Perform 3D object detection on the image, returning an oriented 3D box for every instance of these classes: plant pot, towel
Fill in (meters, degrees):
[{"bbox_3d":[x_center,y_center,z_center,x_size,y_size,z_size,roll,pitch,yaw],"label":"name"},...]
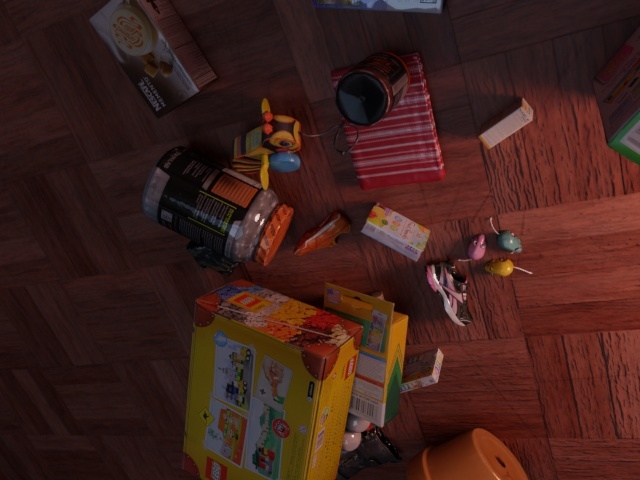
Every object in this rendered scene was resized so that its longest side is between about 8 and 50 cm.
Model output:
[{"bbox_3d":[0.399,0.630,1.539,0.291,0.291,0.203,40,108,-6],"label":"plant pot"},{"bbox_3d":[0.143,-0.239,1.241,0.198,0.031,0.275,-5,116,26],"label":"towel"}]

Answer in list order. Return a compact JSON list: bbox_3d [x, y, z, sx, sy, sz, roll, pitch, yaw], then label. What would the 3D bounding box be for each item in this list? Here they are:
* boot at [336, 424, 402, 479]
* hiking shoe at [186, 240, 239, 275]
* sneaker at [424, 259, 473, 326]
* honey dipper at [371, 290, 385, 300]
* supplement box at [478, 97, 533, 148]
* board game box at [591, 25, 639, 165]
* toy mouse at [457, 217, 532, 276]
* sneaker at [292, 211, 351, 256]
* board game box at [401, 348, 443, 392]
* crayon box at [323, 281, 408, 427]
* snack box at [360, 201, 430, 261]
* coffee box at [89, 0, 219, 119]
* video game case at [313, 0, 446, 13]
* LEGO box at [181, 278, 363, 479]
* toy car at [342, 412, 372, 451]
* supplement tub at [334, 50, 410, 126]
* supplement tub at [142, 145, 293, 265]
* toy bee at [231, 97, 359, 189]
[{"bbox_3d":[0.085,0.593,1.747,0.229,0.091,0.263,-37,106,28],"label":"boot"},{"bbox_3d":[-0.230,0.036,1.533,0.226,0.086,0.114,3,136,24],"label":"hiking shoe"},{"bbox_3d":[0.315,0.121,1.371,0.077,0.072,0.178,-28,113,21],"label":"sneaker"},{"bbox_3d":[0.165,0.201,1.500,0.030,0.030,0.161,-8,118,25],"label":"honey dipper"},{"bbox_3d":[0.358,-0.226,1.144,0.098,0.062,0.036,-35,102,34],"label":"supplement box"},{"bbox_3d":[0.529,-0.277,0.892,0.064,0.316,0.242,33,126,-1],"label":"board game box"},{"bbox_3d":[0.381,0.019,1.304,0.160,0.031,0.143,0,120,21],"label":"toy mouse"},{"bbox_3d":[0.000,0.000,1.422,0.067,0.064,0.175,43,129,-20],"label":"sneaker"},{"bbox_3d":[0.234,0.338,1.511,0.154,0.103,0.026,-26,108,31],"label":"board game box"},{"bbox_3d":[0.102,0.269,1.466,0.203,0.083,0.323,15,110,35],"label":"crayon box"},{"bbox_3d":[0.168,-0.022,1.319,0.141,0.100,0.037,29,125,3],"label":"snack box"},{"bbox_3d":[-0.357,-0.412,1.285,0.141,0.098,0.247,-22,110,30],"label":"coffee box"},{"bbox_3d":[0.109,-0.550,1.044,0.244,0.061,0.270,9,122,14],"label":"video game case"},{"bbox_3d":[-0.133,0.403,1.476,0.372,0.193,0.501,18,111,26],"label":"LEGO box"},{"bbox_3d":[0.097,0.480,1.639,0.136,0.159,0.182,5,122,-27],"label":"toy car"},{"bbox_3d":[0.104,-0.286,1.089,0.106,0.198,0.106,11,122,18],"label":"supplement tub"},{"bbox_3d":[-0.235,-0.074,1.386,0.315,0.194,0.194,27,126,5],"label":"supplement tub"},{"bbox_3d":[-0.097,-0.226,1.260,0.298,0.162,0.195,-32,60,25],"label":"toy bee"}]
